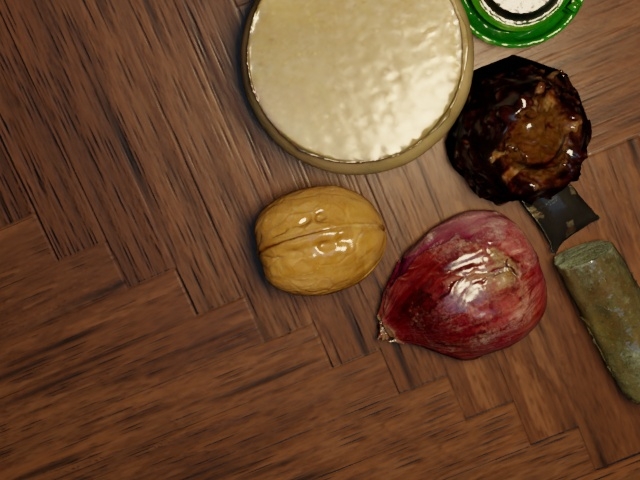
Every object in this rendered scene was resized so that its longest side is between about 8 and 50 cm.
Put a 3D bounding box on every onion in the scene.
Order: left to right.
[{"bbox_3d":[0.212,0.091,1.514,0.283,0.120,0.227,-30,95,6],"label":"onion"}]

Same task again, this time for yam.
[{"bbox_3d":[0.464,0.123,1.528,0.106,0.106,0.259,-29,100,5],"label":"yam"}]

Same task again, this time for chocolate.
[{"bbox_3d":[0.295,-0.160,1.409,0.206,0.177,0.224,22,92,6],"label":"chocolate"}]

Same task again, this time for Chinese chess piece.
[{"bbox_3d":[0.052,-0.262,1.416,0.338,0.140,0.338,0,93,5],"label":"Chinese chess piece"}]

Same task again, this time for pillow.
[{"bbox_3d":[0.354,-0.063,1.519,0.090,0.048,0.150,-36,98,15],"label":"pillow"}]

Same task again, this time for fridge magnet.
[{"bbox_3d":[0.289,-0.386,1.435,0.208,0.088,0.208,1,105,3],"label":"fridge magnet"}]

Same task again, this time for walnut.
[{"bbox_3d":[0.000,0.000,1.476,0.197,0.165,0.165,-7,101,9],"label":"walnut"}]
